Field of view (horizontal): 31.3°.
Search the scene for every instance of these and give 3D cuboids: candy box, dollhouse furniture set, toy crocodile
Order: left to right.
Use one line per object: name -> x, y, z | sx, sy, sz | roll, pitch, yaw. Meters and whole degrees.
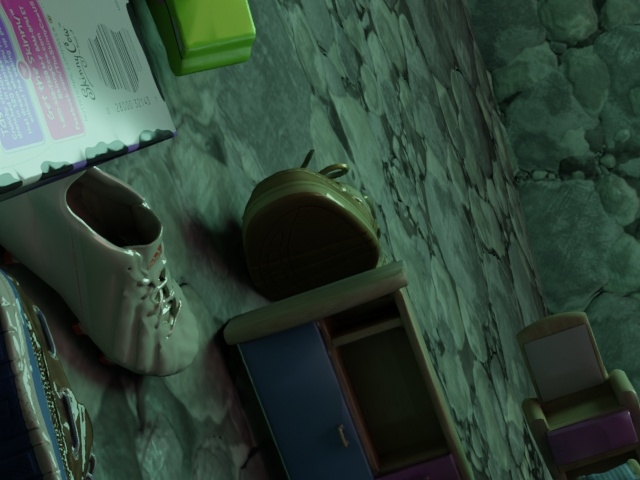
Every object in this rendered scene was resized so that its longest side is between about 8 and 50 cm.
candy box -> -0.165, -0.029, 0.380 | 0.196, 0.165, 0.070 | -39, 110, -70
toy crocodile -> -0.128, -0.286, 0.828 | 0.115, 0.105, 0.340 | -23, 98, -30
dollhouse furniture set -> 0.065, 0.139, 0.697 | 0.303, 0.286, 0.198 | -71, 142, -78

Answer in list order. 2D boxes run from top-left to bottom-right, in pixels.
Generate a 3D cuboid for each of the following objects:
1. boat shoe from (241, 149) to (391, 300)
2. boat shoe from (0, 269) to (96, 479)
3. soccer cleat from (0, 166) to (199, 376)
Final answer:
boat shoe -> 0.000, 0.000, 0.946 | 0.285, 0.105, 0.089 | 57, 18, -65
boat shoe -> -0.132, 0.098, 0.518 | 0.066, 0.066, 0.183 | 25, 50, -67
soccer cleat -> -0.110, 0.017, 0.635 | 0.196, 0.076, 0.068 | 52, 27, -47
